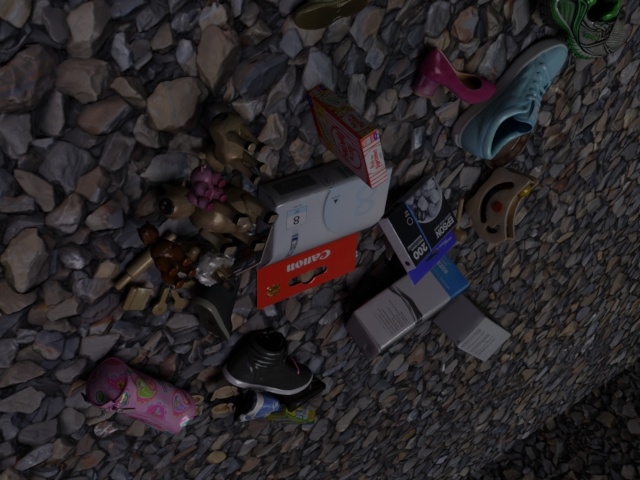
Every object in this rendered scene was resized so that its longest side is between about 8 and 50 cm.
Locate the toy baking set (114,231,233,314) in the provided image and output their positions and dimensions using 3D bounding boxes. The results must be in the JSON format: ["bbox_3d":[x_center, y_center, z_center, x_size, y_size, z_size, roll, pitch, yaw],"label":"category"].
[{"bbox_3d":[-0.312,0.060,1.582,0.256,0.030,0.196,-46,146,3],"label":"toy baking set"}]

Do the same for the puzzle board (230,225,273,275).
[{"bbox_3d":[-0.154,0.026,1.599,0.011,0.096,0.128,35,142,-25],"label":"puzzle board"}]

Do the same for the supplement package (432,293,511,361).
[{"bbox_3d":[0.501,0.287,2.454,0.134,0.139,0.244,-48,143,8],"label":"supplement package"}]

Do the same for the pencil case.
[{"bbox_3d":[-0.408,0.362,1.703,0.124,0.124,0.284,-44,144,0],"label":"pencil case"}]

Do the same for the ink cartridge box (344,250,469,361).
[{"bbox_3d":[0.232,0.183,2.055,0.307,0.129,0.223,-34,168,-14],"label":"ink cartridge box"}]

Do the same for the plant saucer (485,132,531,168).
[{"bbox_3d":[0.500,-0.273,2.009,0.168,0.029,0.169,-24,139,-23],"label":"plant saucer"}]

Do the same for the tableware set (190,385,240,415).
[{"bbox_3d":[-0.289,0.417,1.902,0.168,0.020,0.141,-8,144,-15],"label":"tableware set"}]

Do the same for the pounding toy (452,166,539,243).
[{"bbox_3d":[0.473,-0.077,2.042,0.154,0.154,0.270,-4,137,-55],"label":"pounding toy"}]

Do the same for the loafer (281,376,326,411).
[{"bbox_3d":[-0.050,0.415,2.103,0.080,0.078,0.220,-37,170,14],"label":"loafer"}]

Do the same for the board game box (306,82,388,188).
[{"bbox_3d":[0.055,-0.213,1.517,0.045,0.193,0.147,-34,141,-12],"label":"board game box"}]

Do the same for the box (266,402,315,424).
[{"bbox_3d":[-0.103,0.494,2.129,0.179,0.105,0.043,36,53,-51],"label":"box"}]

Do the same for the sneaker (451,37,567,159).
[{"bbox_3d":[0.504,-0.336,1.850,0.366,0.150,0.135,-46,144,3],"label":"sneaker"}]

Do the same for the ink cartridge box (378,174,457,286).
[{"bbox_3d":[0.261,-0.025,1.884,0.206,0.045,0.208,-42,112,-32],"label":"ink cartridge box"}]

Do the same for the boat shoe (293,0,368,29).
[{"bbox_3d":[0.014,-0.440,1.395,0.153,0.048,0.056,-25,152,-13],"label":"boat shoe"}]

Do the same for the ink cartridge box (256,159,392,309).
[{"bbox_3d":[0.000,0.000,1.759,0.308,0.091,0.385,-21,136,-27],"label":"ink cartridge box"}]

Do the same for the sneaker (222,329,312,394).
[{"bbox_3d":[-0.102,0.316,1.952,0.295,0.105,0.147,14,120,-44],"label":"sneaker"}]

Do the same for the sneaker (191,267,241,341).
[{"bbox_3d":[-0.219,0.147,1.707,0.118,0.083,0.222,-57,164,-23],"label":"sneaker"}]

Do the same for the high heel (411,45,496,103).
[{"bbox_3d":[0.324,-0.383,1.699,0.243,0.082,0.117,0,136,-27],"label":"high heel"}]

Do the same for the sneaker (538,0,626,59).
[{"bbox_3d":[0.657,-0.525,1.783,0.343,0.146,0.134,9,91,-48],"label":"sneaker"}]

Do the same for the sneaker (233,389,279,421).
[{"bbox_3d":[-0.174,0.440,1.956,0.081,0.080,0.211,13,162,-19],"label":"sneaker"}]

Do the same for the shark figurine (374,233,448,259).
[{"bbox_3d":[0.279,-0.014,1.987,0.278,0.116,0.166,5,120,-47],"label":"shark figurine"}]

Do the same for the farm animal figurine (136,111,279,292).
[{"bbox_3d":[-0.213,-0.078,1.440,0.330,0.172,0.326,-55,155,5],"label":"farm animal figurine"}]
